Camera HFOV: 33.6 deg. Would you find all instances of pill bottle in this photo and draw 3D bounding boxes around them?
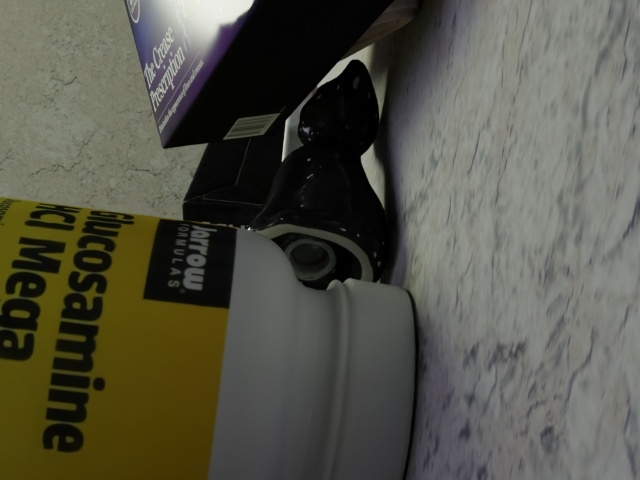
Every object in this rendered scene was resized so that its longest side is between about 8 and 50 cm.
[{"bbox_3d":[-0.123,0.076,0.599,0.188,0.334,0.188,-173,90,-84],"label":"pill bottle"}]

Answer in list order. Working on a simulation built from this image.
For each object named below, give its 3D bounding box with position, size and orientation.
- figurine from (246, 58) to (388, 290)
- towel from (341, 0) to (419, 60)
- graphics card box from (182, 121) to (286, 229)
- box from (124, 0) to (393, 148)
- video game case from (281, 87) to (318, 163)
[{"bbox_3d":[0.000,0.000,0.800,0.209,0.092,0.215,-77,-1,-48],"label":"figurine"},{"bbox_3d":[-0.036,-0.295,0.814,0.317,0.053,0.332,-10,91,66],"label":"towel"},{"bbox_3d":[-0.080,0.074,1.124,0.233,0.094,0.371,-80,-6,-60],"label":"graphics card box"},{"bbox_3d":[-0.058,-0.194,0.725,0.261,0.103,0.184,143,115,-65],"label":"box"},{"bbox_3d":[-0.020,0.000,1.031,0.204,0.025,0.285,82,-169,-63],"label":"video game case"}]
